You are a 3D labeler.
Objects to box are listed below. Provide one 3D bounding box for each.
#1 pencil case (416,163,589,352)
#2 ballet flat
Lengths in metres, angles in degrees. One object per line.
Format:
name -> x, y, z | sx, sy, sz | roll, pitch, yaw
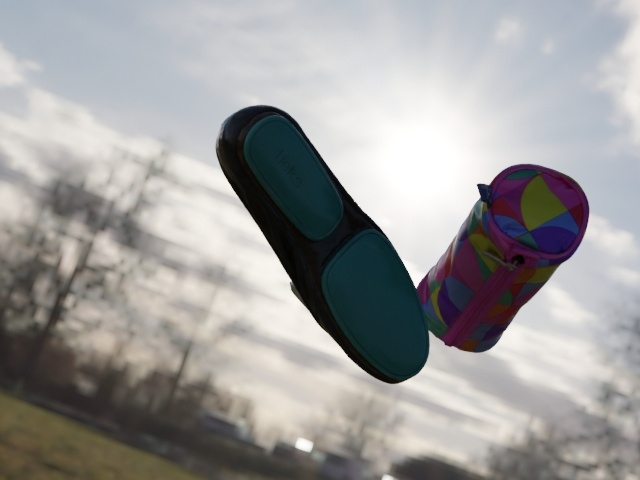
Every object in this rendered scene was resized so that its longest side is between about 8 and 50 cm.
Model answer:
pencil case -> 0.156, 0.020, 1.669 | 0.104, 0.104, 0.236 | 20, -27, -3
ballet flat -> 0.000, 0.000, 1.620 | 0.280, 0.095, 0.096 | 59, -23, -18
